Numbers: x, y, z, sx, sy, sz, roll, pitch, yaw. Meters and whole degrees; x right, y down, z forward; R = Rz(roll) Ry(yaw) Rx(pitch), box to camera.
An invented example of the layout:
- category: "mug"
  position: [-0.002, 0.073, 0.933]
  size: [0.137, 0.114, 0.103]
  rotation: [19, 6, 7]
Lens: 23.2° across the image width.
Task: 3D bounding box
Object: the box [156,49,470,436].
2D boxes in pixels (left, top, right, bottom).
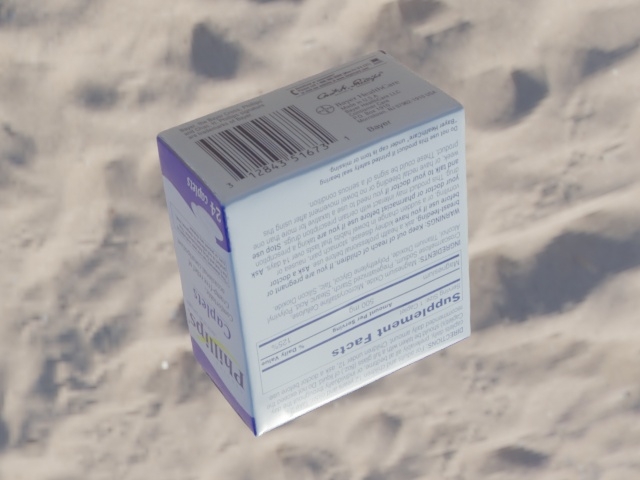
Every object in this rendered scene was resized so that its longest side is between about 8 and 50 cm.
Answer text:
- category: "box"
  position: [0.000, 0.000, 0.729]
  size: [0.126, 0.072, 0.137]
  rotation: [-23, 129, -23]
